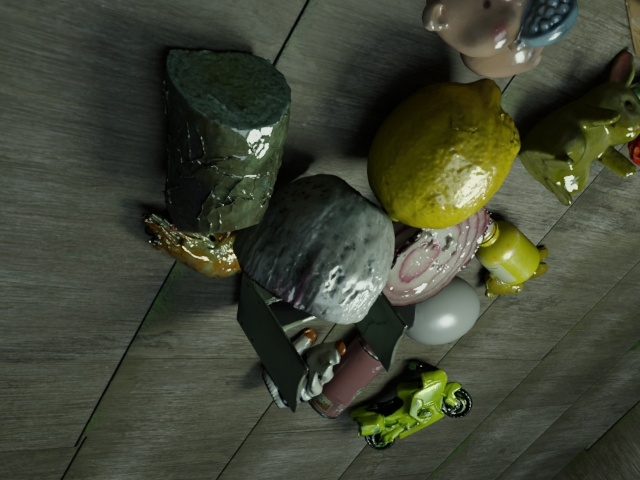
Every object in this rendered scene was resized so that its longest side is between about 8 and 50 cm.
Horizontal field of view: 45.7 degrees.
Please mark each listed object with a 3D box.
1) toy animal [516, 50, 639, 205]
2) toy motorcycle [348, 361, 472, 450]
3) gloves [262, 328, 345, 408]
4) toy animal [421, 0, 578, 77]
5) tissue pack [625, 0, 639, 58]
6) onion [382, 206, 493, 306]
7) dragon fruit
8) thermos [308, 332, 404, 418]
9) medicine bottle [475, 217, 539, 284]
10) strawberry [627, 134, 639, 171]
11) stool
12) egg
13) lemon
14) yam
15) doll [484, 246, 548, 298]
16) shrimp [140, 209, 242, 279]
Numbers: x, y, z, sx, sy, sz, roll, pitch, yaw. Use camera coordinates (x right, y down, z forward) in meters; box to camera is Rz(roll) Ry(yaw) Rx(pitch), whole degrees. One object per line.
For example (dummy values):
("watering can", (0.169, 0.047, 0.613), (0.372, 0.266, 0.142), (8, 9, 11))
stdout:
("toy animal", (0.599, -0.244, 1.597), (0.363, 0.180, 0.181), (-35, 137, 3))
("toy motorcycle", (0.248, 0.467, 2.176), (0.342, 0.206, 0.142), (-27, 175, 12))
("gloves", (-0.029, 0.313, 1.851), (0.218, 0.140, 0.131), (-28, 146, 6))
("toy animal", (0.287, -0.384, 1.246), (0.221, 0.229, 0.210), (-151, -94, -89))
("tissue pack", (0.775, -0.397, 1.440), (0.238, 0.305, 0.238), (-19, 139, -17))
("onion", (0.224, 0.008, 1.676), (0.280, 0.146, 0.314), (6, 123, -47))
("dragon fruit", (0.000, 0.000, 1.360), (0.221, 0.283, 0.204), (-58, 172, 8))
("thermos", (0.110, 0.318, 1.962), (0.136, 0.109, 0.330), (15, 123, -42))
("medicine bottle", (0.421, 0.008, 1.812), (0.122, 0.122, 0.212), (-42, 126, 15))
("strawberry", (0.808, -0.298, 1.701), (0.150, 0.280, 0.253), (38, 80, -10))
("stool", (-0.005, 0.166, 1.566), (0.243, 0.270, 0.170), (-19, 144, -26))
("egg", (0.290, 0.163, 1.855), (0.232, 0.176, 0.176), (-11, 139, -36))
("lemon", (0.221, -0.158, 1.392), (0.245, 0.245, 0.320), (12, 126, -41))
("yam", (-0.158, -0.141, 1.221), (0.202, 0.201, 0.271), (-8, 143, -25))
("doll", (0.524, 0.086, 1.990), (0.209, 0.097, 0.137), (-22, 136, -19))
("shrimp", (-0.221, -0.008, 1.428), (0.154, 0.062, 0.294), (-53, 144, 12))
